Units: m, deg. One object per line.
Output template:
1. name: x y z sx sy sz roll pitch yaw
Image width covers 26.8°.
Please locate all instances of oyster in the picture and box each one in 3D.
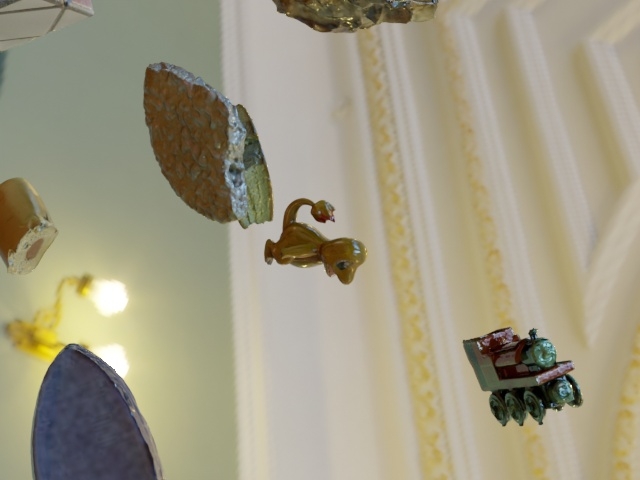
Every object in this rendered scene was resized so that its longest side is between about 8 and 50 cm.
1. oyster: -0.001 -0.367 1.975 0.354 0.201 0.107 26 -86 33

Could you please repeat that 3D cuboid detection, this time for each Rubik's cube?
1. Rubik's cube: -0.529 -0.450 2.225 0.205 0.207 0.205 -17 -95 17

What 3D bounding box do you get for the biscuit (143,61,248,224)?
1. biscuit: -0.170 -0.143 1.874 0.188 0.040 0.265 -37 -104 43

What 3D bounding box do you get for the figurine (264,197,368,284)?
1. figurine: 0.002 -0.003 2.156 0.176 0.121 0.122 16 -78 35

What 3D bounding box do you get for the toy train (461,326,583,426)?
1. toy train: 0.240 0.157 1.591 0.118 0.074 0.176 68 -18 3

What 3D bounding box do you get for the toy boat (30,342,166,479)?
1. toy boat: -0.219 0.234 1.317 0.078 0.127 0.283 81 -6 -76

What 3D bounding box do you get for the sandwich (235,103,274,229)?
1. sandwich: -0.146 -0.146 2.401 0.088 0.090 0.244 90 -18 -69

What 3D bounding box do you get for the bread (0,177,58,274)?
1. bread: -0.572 -0.031 2.511 0.173 0.085 0.134 48 -67 35
